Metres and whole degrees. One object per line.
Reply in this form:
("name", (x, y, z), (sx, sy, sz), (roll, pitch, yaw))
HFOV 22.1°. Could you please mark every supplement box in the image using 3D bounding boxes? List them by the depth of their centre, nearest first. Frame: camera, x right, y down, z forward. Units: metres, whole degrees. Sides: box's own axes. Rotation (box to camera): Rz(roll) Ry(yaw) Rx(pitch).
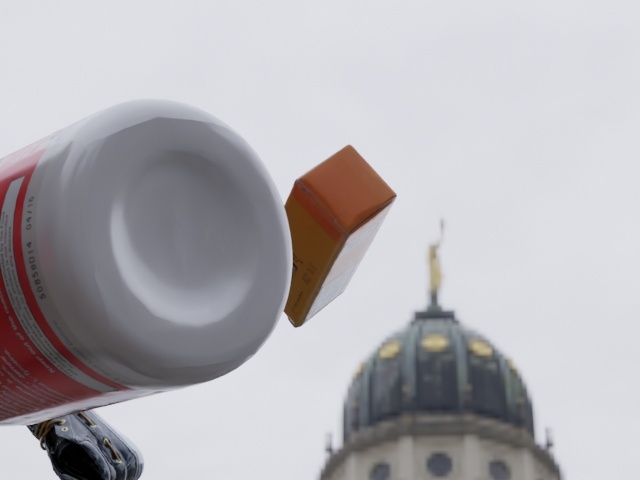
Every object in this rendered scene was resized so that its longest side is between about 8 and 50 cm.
("supplement box", (0.000, 0.000, 1.659), (0.078, 0.080, 0.233), (48, -29, 11))

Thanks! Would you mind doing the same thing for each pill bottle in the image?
("pill bottle", (-0.230, 0.036, 1.400), (0.229, 0.229, 0.407), (29, -29, -32))

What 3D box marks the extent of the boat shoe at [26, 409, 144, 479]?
("boat shoe", (-0.271, 0.196, 1.709), (0.065, 0.183, 0.083), (-61, -18, 11))
